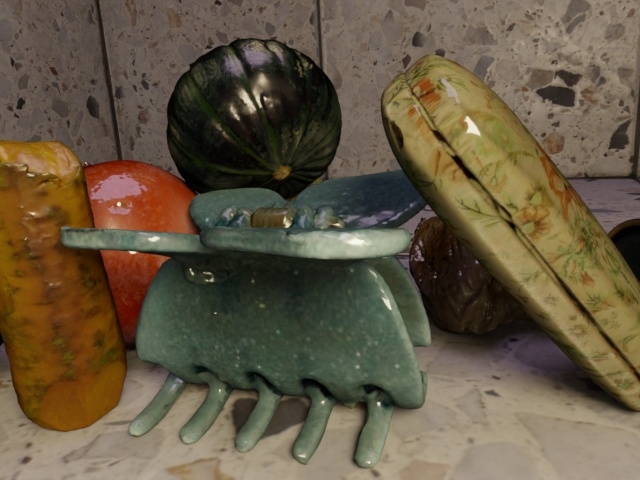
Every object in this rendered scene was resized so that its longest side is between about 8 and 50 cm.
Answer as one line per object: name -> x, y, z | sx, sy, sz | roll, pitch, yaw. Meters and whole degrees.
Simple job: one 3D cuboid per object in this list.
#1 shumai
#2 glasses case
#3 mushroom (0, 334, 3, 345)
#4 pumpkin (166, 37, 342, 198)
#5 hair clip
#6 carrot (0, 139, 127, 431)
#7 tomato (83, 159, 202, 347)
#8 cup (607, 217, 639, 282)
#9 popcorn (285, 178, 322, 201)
shumai -> 0.243, 0.061, 0.735 | 0.185, 0.183, 0.218 | 29, -7, -14
glasses case -> 0.206, 0.009, 0.460 | 0.098, 0.425, 0.156 | -36, 28, 24
mushroom -> -0.483, 0.029, 0.522 | 0.334, 0.356, 0.331 | -19, 20, -29
pumpkin -> -0.092, -0.164, 0.715 | 0.250, 0.249, 0.216 | -7, 41, -17
hair clip -> -0.042, 0.067, 0.520 | 0.318, 0.238, 0.392 | 0, 13, 16
carrot -> -0.272, 0.048, 0.515 | 0.114, 0.301, 0.114 | -2, 17, 1
tomato -> -0.273, 0.026, 0.711 | 0.265, 0.264, 0.265 | -3, 13, 1
cup -> 0.466, 0.046, 0.654 | 0.177, 0.166, 0.239 | -1, 14, -5
popcorn -> 0.000, 0.000, 0.830 | 0.242, 0.235, 0.250 | -29, -8, 2
